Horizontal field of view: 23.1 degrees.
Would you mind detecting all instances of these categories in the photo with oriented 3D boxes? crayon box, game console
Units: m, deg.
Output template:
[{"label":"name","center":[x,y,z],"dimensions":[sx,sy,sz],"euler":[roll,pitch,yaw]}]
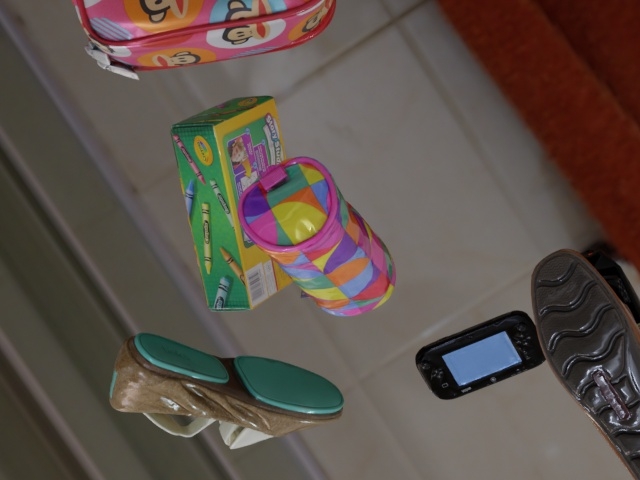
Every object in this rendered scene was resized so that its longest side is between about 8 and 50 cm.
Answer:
[{"label":"crayon box","center":[-0.114,-0.055,2.262],"dimensions":[0.081,0.278,0.165],"euler":[-2,-163,31]},{"label":"game console","center":[0.330,0.164,2.437],"dimensions":[0.361,0.213,0.044],"euler":[-23,-165,18]}]

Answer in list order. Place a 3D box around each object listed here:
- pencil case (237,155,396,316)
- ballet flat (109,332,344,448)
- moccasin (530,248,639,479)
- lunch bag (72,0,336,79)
[{"label":"pencil case","center":[0.000,0.000,1.482],"dimensions":[0.104,0.104,0.236],"euler":[-33,157,2]},{"label":"ballet flat","center":[-0.131,0.212,2.058],"dimensions":[0.124,0.342,0.116],"euler":[-57,-140,23]},{"label":"moccasin","center":[0.416,0.180,2.151],"dimensions":[0.139,0.380,0.147],"euler":[-38,177,19]},{"label":"lunch bag","center":[-0.128,-0.291,1.302],"dimensions":[0.258,0.293,0.120],"euler":[-10,172,1]}]
